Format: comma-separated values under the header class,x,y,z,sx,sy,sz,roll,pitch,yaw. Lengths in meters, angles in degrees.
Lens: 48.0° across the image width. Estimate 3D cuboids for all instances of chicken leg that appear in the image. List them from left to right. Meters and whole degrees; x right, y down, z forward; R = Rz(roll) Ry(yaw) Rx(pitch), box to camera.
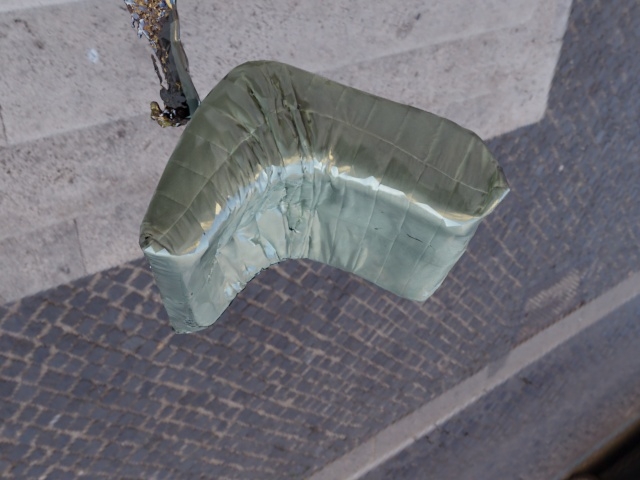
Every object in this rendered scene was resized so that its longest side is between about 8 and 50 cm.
class,x,y,z,sx,sy,sz,roll,pitch,yaw
chicken leg,-0.117,-0.219,0.573,0.106,0.051,0.253,11,91,-23

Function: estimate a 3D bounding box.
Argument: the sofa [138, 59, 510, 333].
class,x,y,z,sx,sy,sz,roll,pitch,yaw
sofa,0.000,0.000,0.560,0.210,0.225,0.176,106,5,-66
